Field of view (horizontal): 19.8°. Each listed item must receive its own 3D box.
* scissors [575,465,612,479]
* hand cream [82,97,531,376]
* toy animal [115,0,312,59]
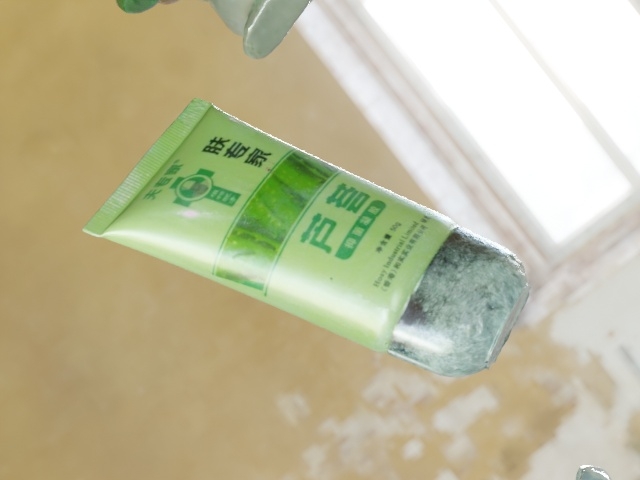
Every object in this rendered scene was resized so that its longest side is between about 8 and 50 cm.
[{"bbox_3d":[0.110,0.211,0.761,0.029,0.191,0.360,6,4,6],"label":"scissors"},{"bbox_3d":[0.000,0.000,0.763,0.095,0.175,0.046,-55,-16,-38],"label":"hand cream"},{"bbox_3d":[-0.064,-0.184,0.910,0.138,0.108,0.236,-42,36,7],"label":"toy animal"}]
